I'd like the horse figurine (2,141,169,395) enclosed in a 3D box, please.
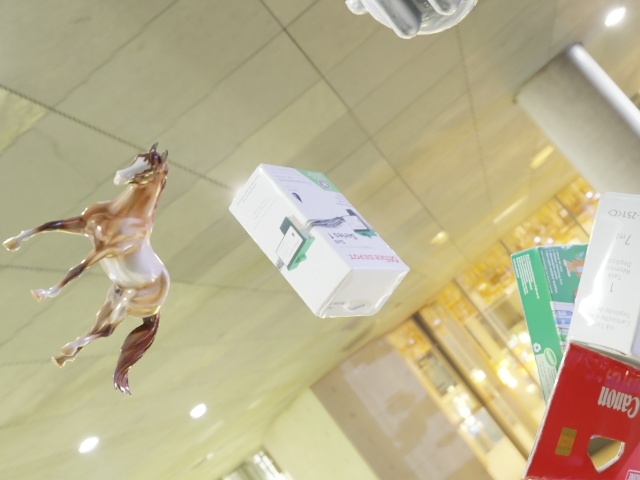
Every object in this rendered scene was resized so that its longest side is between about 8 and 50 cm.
[{"bbox_3d":[-0.217,0.038,0.963,0.174,0.066,0.263,-37,138,-29],"label":"horse figurine"}]

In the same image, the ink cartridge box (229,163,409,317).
[{"bbox_3d":[0.000,0.000,1.313,0.160,0.219,0.092,2,131,-55],"label":"ink cartridge box"}]

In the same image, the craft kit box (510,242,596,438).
[{"bbox_3d":[0.381,0.126,1.223,0.246,0.250,0.061,-3,166,-38],"label":"craft kit box"}]

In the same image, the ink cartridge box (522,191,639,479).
[{"bbox_3d":[0.320,0.119,0.880,0.296,0.066,0.261,21,83,-48],"label":"ink cartridge box"}]

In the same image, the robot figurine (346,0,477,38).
[{"bbox_3d":[0.165,-0.459,1.435,0.300,0.200,0.353,-22,-148,31],"label":"robot figurine"}]
